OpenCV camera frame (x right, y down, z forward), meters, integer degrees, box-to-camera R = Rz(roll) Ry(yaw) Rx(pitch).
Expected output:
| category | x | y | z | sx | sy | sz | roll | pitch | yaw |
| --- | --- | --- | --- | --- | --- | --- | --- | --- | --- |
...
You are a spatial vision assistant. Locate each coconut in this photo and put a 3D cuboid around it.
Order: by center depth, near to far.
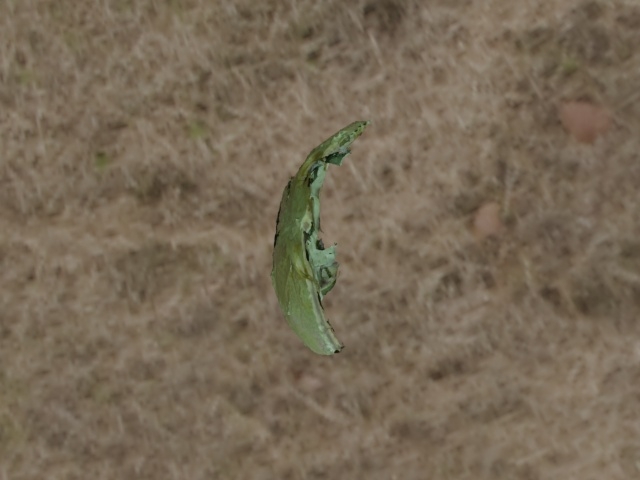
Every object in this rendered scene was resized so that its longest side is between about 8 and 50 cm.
| category | x | y | z | sx | sy | sz | roll | pitch | yaw |
| --- | --- | --- | --- | --- | --- | --- | --- | --- | --- |
| coconut | -0.004 | 0.000 | 0.981 | 0.055 | 0.158 | 0.133 | 9 | 162 | -6 |
